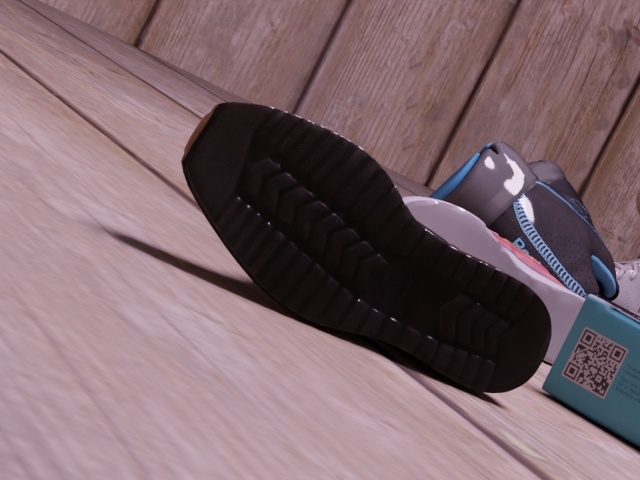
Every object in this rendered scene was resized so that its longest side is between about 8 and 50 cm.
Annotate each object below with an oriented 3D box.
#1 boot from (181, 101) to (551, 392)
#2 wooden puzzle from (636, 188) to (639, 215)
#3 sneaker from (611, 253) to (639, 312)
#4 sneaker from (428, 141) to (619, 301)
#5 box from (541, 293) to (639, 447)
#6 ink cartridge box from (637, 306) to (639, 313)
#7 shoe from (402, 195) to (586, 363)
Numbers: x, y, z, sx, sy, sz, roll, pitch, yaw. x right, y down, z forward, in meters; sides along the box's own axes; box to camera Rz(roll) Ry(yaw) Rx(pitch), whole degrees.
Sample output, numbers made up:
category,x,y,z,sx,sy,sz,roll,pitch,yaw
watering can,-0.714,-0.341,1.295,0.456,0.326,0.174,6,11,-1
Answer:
category,x,y,z,sx,sy,sz,roll,pitch,yaw
boot,0.000,0.000,0.804,0.198,0.077,0.137,39,-5,-25
wooden puzzle,0.418,0.064,1.658,0.221,0.044,0.238,33,-27,55
sneaker,0.285,0.024,1.595,0.229,0.132,0.086,25,5,-23
sneaker,0.166,0.016,1.351,0.139,0.125,0.341,49,12,11
box,0.232,0.098,0.979,0.100,0.060,0.244,30,6,36
ink cartridge box,0.400,0.106,1.281,0.309,0.130,0.272,25,4,38
shoe,0.099,0.023,1.093,0.178,0.063,0.081,30,2,-22
